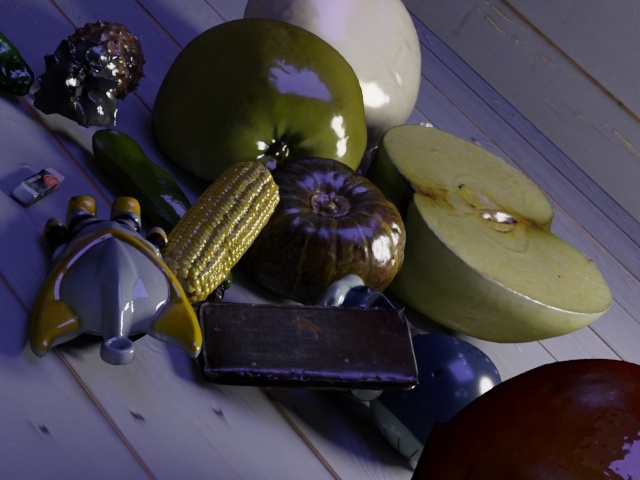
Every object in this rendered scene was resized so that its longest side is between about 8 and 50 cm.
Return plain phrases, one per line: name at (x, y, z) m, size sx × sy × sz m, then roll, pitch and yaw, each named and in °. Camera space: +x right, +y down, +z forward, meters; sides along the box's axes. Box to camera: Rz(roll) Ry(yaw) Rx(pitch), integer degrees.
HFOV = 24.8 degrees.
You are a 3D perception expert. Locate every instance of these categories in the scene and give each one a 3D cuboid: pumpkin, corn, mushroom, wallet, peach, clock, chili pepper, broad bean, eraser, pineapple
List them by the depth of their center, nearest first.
peach at (0.220, 0.269, 1.289) m, size 0.310 × 0.335 × 0.406 m, roll 20°, pitch 19°, yaw 13°
wallet at (-0.016, 0.113, 1.532) m, size 0.232 × 0.031 × 0.122 m, roll 4°, pitch 39°, yaw -10°
eraser at (-0.308, -0.060, 1.591) m, size 0.027 × 0.019 × 0.099 m, roll 37°, pitch 17°, yaw 0°
corn at (-0.117, -0.008, 1.618) m, size 0.081 × 0.081 × 0.248 m, roll 37°, pitch 39°, yaw -1°
clock at (0.089, 0.151, 1.638) m, size 0.243 × 0.146 × 0.199 m, roll 34°, pitch 13°, yaw 13°
broad bean at (-0.185, -0.034, 1.700) m, size 0.098 × 0.056 × 0.318 m, roll 18°, pitch 29°, yaw -47°
chili pepper at (-0.436, -0.247, 1.741) m, size 0.216 × 0.062 × 0.108 m, roll 35°, pitch 25°, yaw -8°
pumpkin at (0.000, 0.000, 1.812) m, size 0.219 × 0.162 × 0.219 m, roll 10°, pitch 36°, yaw -7°
pineapple at (-0.291, -0.208, 1.835) m, size 0.237 × 0.119 × 0.111 m, roll -69°, pitch 146°, yaw -68°
mushroom at (0.021, -0.296, 2.274) m, size 0.315 × 0.315 × 0.356 m, roll 35°, pitch 20°, yaw -8°

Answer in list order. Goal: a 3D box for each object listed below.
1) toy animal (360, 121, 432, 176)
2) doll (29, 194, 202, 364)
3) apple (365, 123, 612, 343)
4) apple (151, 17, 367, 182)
toy animal at (0.148, -0.085, 2.304) m, size 0.140 × 0.138 × 0.282 m, roll -5°, pitch 25°, yaw -9°
doll at (-0.202, 0.036, 1.432) m, size 0.145 × 0.103 × 0.316 m, roll 26°, pitch 16°, yaw -20°
apple at (0.218, -0.016, 2.049) m, size 0.360 × 0.312 × 0.320 m, roll 13°, pitch -10°, yaw -38°
apple at (-0.063, -0.177, 1.982) m, size 0.295 × 0.233 × 0.258 m, roll 27°, pitch 10°, yaw -24°
